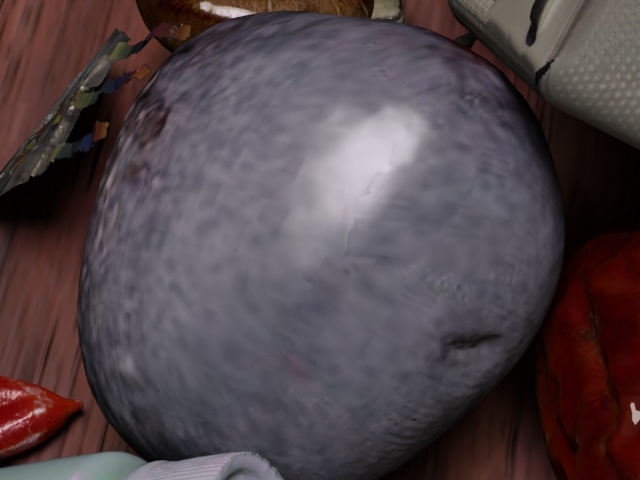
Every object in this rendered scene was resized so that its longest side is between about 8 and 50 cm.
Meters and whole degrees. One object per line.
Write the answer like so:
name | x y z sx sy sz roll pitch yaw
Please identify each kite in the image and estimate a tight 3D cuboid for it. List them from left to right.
kite | -0.132 -0.076 1.046 0.015 0.245 0.141 37 75 -17

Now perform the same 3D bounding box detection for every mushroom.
mushroom | -0.023 -0.148 1.104 0.170 0.080 0.135 -15 46 -8

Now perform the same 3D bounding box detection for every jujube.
jujube | 0.199 0.098 0.931 0.174 0.174 0.250 -13 50 -4

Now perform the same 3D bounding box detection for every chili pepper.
chili pepper | -0.225 0.101 1.024 0.191 0.050 0.059 -7 40 -9

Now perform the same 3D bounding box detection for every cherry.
cherry | 0.000 0.000 0.969 0.255 0.218 0.296 17 74 38

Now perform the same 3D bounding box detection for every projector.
projector | 0.204 -0.113 0.921 0.242 0.163 0.177 25 15 -21

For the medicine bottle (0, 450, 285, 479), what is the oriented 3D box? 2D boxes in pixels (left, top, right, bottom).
medicine bottle | -0.128 0.173 0.883 0.225 0.139 0.139 -11 55 22

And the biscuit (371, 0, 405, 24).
biscuit | -0.013 -0.204 1.212 0.121 0.040 0.199 -8 57 4
